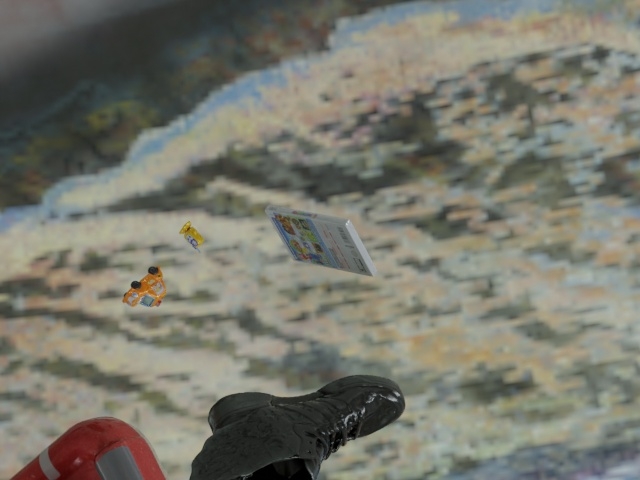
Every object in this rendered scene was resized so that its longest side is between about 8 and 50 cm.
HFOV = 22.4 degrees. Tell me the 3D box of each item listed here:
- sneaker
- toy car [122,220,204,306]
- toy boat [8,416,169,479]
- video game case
[{"bbox_3d":[-0.013,0.142,1.100,0.170,0.089,0.051,-4,126,-17],"label":"sneaker"},{"bbox_3d":[-0.181,0.037,1.884,0.122,0.040,0.060,-49,175,34],"label":"toy car"},{"bbox_3d":[-0.239,0.255,1.373,0.231,0.151,0.151,-40,155,20],"label":"toy boat"},{"bbox_3d":[0.000,0.000,1.848,0.122,0.011,0.087,11,143,39],"label":"video game case"}]
